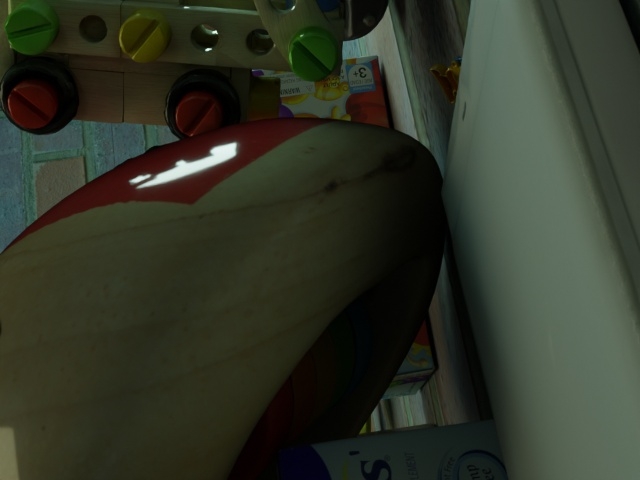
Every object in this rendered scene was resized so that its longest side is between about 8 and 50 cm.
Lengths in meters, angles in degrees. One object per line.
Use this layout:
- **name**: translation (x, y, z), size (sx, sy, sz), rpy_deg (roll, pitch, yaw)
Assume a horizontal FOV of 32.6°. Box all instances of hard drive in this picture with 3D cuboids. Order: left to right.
- **hard drive**: translation (0.099, 0.063, 0.387), size (0.203, 0.040, 0.307), rpy_deg (88, 173, -60)

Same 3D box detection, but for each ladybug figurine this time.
- **ladybug figurine**: translation (-0.062, 0.058, 0.633), size (0.305, 0.162, 0.449), rpy_deg (-66, -16, 18)

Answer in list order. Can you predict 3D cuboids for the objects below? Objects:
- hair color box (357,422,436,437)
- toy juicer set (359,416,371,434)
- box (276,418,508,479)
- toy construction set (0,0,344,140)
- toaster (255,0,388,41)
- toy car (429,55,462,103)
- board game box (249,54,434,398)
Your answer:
- **hair color box**: translation (0.038, 0.328, 0.848), size (0.105, 0.174, 0.347), rpy_deg (88, 172, -54)
- **toy juicer set**: translation (0.032, 0.125, 1.272), size (0.329, 0.090, 0.209), rpy_deg (70, -157, -67)
- **box**: translation (0.053, 0.163, 0.533), size (0.072, 0.137, 0.126), rpy_deg (90, 171, -59)
- **toy construction set**: translation (-0.107, -0.176, 0.677), size (0.151, 0.328, 0.215), rpy_deg (-56, -26, -62)
- **toaster**: translation (-0.018, -0.261, 0.797), size (0.146, 0.129, 0.227), rpy_deg (-100, 5, -59)
- **toy car**: translation (0.071, -0.136, 0.549), size (0.041, 0.060, 0.122), rpy_deg (-6, 114, 44)
- **board game box**: translation (0.000, 0.000, 0.956), size (0.144, 0.142, 0.275), rpy_deg (96, 166, -74)
